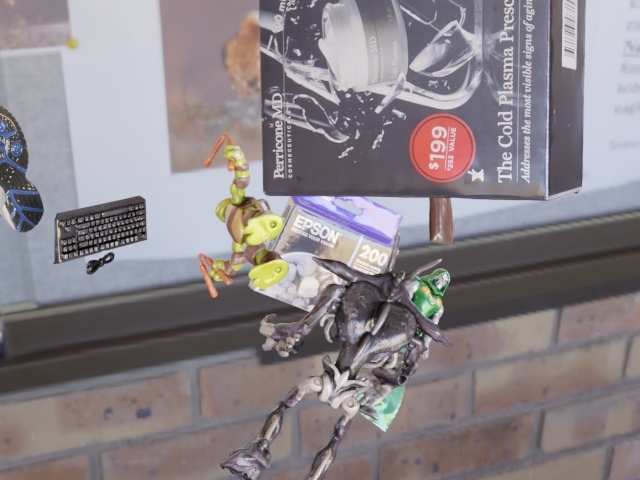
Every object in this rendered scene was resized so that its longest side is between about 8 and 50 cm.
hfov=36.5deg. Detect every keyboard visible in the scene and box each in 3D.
[{"bbox_3d":[-0.335,-0.003,1.495,0.023,0.108,0.180,17,21,33],"label":"keyboard"}]

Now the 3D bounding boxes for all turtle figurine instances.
[{"bbox_3d":[-0.111,-0.010,1.440,0.087,0.270,0.217,0,21,-25],"label":"turtle figurine"}]

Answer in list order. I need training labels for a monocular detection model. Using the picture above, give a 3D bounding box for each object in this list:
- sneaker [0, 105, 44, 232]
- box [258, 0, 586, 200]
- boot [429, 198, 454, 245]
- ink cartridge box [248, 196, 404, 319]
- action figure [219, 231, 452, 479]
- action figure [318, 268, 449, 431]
[{"bbox_3d":[-0.481,-0.109,1.446,0.081,0.211,0.080,21,41,30],"label":"sneaker"},{"bbox_3d":[0.109,-0.217,1.032,0.312,0.343,0.179,2,7,26],"label":"box"},{"bbox_3d":[0.179,-0.049,1.367,0.037,0.114,0.106,-12,-4,41],"label":"boot"},{"bbox_3d":[0.018,0.017,1.553,0.206,0.208,0.045,23,4,-26],"label":"ink cartridge box"},{"bbox_3d":[0.013,0.123,0.948,0.164,0.276,0.141,35,-13,-11],"label":"action figure"},{"bbox_3d":[0.110,0.132,1.339,0.063,0.137,0.232,5,57,57],"label":"action figure"}]
